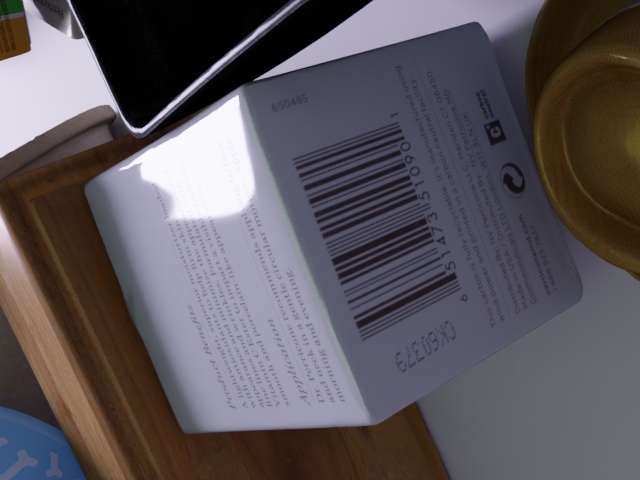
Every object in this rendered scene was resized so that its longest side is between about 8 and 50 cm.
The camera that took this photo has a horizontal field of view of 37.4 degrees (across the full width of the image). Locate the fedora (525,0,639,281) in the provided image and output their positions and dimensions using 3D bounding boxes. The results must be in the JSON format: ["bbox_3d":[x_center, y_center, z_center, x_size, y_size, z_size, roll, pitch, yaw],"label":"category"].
[{"bbox_3d":[0.148,-0.036,0.376,0.194,0.079,0.194,28,132,36],"label":"fedora"}]

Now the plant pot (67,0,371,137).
[{"bbox_3d":[-0.015,-0.178,0.407,0.187,0.167,0.188,-24,90,54],"label":"plant pot"}]

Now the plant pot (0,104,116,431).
[{"bbox_3d":[-0.214,0.113,0.746,0.305,0.334,0.333,55,145,-10],"label":"plant pot"}]

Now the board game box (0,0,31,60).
[{"bbox_3d":[-0.249,-0.279,0.508,0.317,0.064,0.242,67,164,6],"label":"board game box"}]

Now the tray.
[{"bbox_3d":[-0.035,0.126,0.595,0.076,0.202,0.411,-20,96,53],"label":"tray"}]

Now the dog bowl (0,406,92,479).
[{"bbox_3d":[-0.231,0.235,0.618,0.165,0.074,0.297,24,124,-4],"label":"dog bowl"}]

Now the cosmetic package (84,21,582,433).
[{"bbox_3d":[0.000,0.000,0.488,0.183,0.151,0.151,-16,96,54],"label":"cosmetic package"}]

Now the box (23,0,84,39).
[{"bbox_3d":[-0.147,-0.274,0.568,0.113,0.094,0.275,33,134,35],"label":"box"}]
